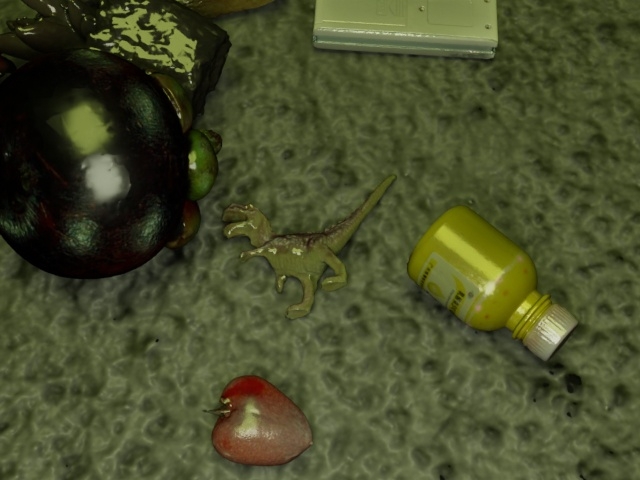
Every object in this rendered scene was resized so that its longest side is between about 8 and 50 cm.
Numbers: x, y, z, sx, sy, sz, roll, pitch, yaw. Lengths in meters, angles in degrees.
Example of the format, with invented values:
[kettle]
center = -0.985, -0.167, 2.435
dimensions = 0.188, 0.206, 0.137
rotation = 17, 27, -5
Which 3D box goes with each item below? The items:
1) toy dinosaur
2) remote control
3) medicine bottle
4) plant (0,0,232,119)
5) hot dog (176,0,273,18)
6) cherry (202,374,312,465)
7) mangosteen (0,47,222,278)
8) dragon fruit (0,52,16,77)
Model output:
[toy dinosaur]
center = -0.002, -0.003, 1.318
dimensions = 0.251, 0.072, 0.200
rotation = -15, 52, 2
[remote control]
center = 0.129, -0.337, 1.506
dimensions = 0.277, 0.055, 0.103
rotation = 4, 62, 0
[medicine bottle]
center = 0.224, 0.062, 1.255
dimensions = 0.212, 0.122, 0.122
rotation = 40, 68, 18
[plant]
center = -0.297, -0.288, 1.400
dimensions = 0.320, 0.194, 0.182
rotation = 26, 82, 1
[hot dog]
center = -0.168, -0.387, 1.516
dimensions = 0.242, 0.073, 0.084
rotation = -13, 65, -8
[cherry]
center = -0.078, 0.224, 1.184
dimensions = 0.126, 0.087, 0.106
rotation = 42, 61, 0
[mangosteen]
center = -0.286, -0.102, 1.255
dimensions = 0.300, 0.300, 0.300
rotation = 0, 62, -1
[dragon fruit]
center = -0.526, -0.264, 1.423
dimensions = 0.142, 0.121, 0.130
rotation = 8, 89, 21
